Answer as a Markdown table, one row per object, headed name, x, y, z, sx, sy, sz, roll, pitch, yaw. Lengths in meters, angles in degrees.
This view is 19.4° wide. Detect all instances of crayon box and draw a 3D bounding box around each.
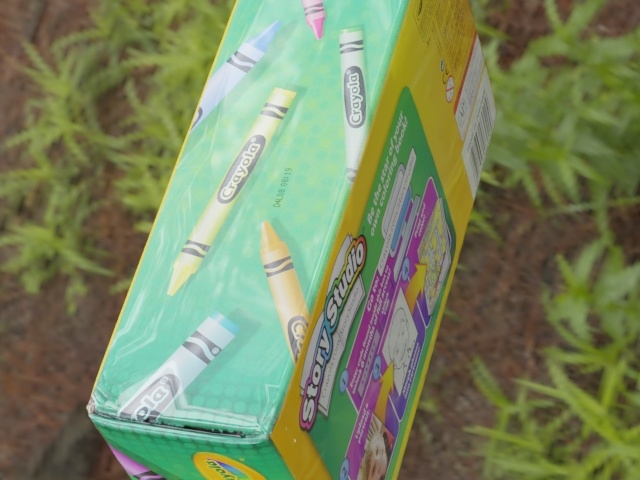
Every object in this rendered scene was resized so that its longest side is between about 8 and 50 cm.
| name | x | y | z | sx | sy | sz | roll | pitch | yaw |
| --- | --- | --- | --- | --- | --- | --- | --- | --- | --- |
| crayon box | 0.000 | 0.000 | 0.837 | 0.081 | 0.165 | 0.278 | 6 | 59 | 20 |
